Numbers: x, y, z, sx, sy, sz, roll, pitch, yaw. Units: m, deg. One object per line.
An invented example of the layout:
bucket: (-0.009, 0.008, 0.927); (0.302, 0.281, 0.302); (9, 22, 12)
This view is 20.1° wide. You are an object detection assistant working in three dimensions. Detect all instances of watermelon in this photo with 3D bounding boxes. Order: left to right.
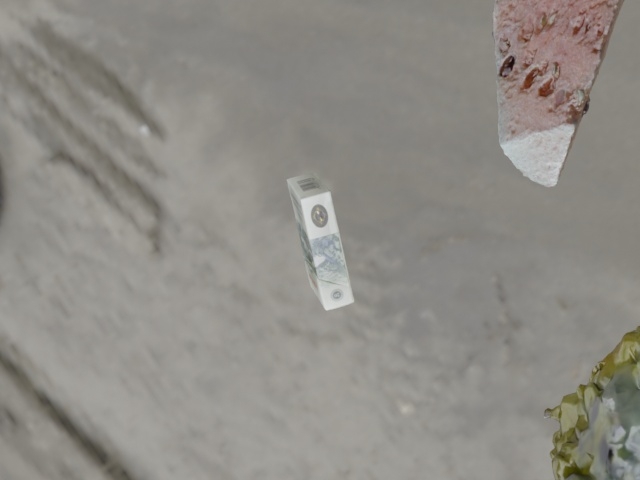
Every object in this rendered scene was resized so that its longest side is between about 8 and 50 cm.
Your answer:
watermelon: (0.215, -0.169, 1.585); (0.094, 0.241, 0.154); (25, 164, -39)

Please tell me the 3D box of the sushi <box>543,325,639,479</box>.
sushi: (0.370, 0.194, 1.314); (0.351, 0.240, 0.397); (-28, 78, 18)

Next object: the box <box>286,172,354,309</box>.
box: (0.000, 0.000, 1.243); (0.054, 0.024, 0.083); (-129, 25, -69)
